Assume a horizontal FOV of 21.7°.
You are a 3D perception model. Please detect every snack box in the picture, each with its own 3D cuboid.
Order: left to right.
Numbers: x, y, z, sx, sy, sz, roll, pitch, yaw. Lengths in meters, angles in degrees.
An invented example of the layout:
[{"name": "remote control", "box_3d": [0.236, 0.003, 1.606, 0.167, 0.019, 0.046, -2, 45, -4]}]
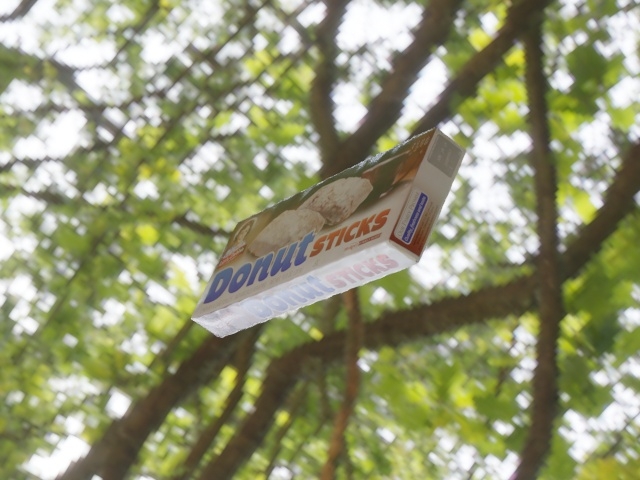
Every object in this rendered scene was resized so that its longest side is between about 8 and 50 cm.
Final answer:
[{"name": "snack box", "box_3d": [0.000, 0.000, 0.796, 0.178, 0.022, 0.064, -23, -143, 54]}]
